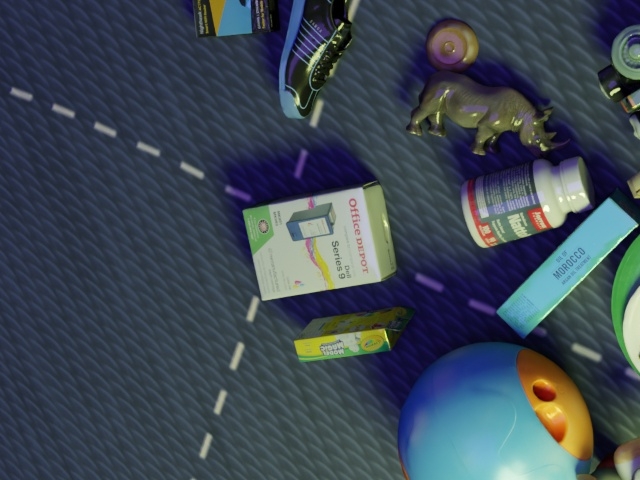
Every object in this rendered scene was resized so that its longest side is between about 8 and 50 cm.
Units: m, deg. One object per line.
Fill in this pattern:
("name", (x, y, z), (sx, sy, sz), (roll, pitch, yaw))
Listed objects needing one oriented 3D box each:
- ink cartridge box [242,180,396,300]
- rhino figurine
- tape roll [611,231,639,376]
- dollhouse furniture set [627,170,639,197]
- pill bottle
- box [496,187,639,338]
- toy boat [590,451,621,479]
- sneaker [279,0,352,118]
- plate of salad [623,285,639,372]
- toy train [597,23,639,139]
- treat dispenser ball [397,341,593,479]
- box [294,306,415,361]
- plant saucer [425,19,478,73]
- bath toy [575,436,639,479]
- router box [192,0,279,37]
("ink cartridge box", (0.000, 0.000, 2.082), (0.212, 0.093, 0.154), (-9, 96, 20))
("rhino figurine", (0.256, -0.183, 1.962), (0.243, 0.073, 0.106), (18, 108, 16))
("tape roll", (0.583, 0.091, 1.875), (0.321, 0.077, 0.321), (6, 106, 21))
("dollhouse furniture set", (0.557, -0.085, 1.810), (0.182, 0.161, 0.101), (-43, 59, 46))
("pill bottle", (0.309, -0.062, 1.943), (0.180, 0.108, 0.108), (-17, 93, 23))
("box", (0.371, 0.033, 1.942), (0.060, 0.100, 0.244), (44, 112, 7))
("toy boat", (0.543, 0.413, 1.919), (0.318, 0.148, 0.268), (26, 108, 15))
("sneaker", (-0.002, -0.298, 2.034), (0.090, 0.081, 0.232), (14, 103, 25))
("plate of salad", (0.525, 0.132, 1.840), (0.199, 0.048, 0.200), (5, 105, 21))
("toy train", (0.551, -0.256, 1.791), (0.334, 0.142, 0.190), (-32, 82, 23))
("treat dispenser ball", (0.257, 0.293, 1.930), (0.288, 0.288, 0.288), (4, 101, 20))
("box", (0.059, 0.147, 2.078), (0.179, 0.105, 0.043), (-11, 103, 22))
("plant saucer", (0.199, -0.295, 1.994), (0.083, 0.015, 0.083), (4, 101, 20))
("bath toy", (0.534, 0.316, 1.809), (0.348, 0.129, 0.151), (-21, 51, -1))
("router box", (-0.140, -0.417, 2.085), (0.133, 0.046, 0.179), (-2, 99, 21))
